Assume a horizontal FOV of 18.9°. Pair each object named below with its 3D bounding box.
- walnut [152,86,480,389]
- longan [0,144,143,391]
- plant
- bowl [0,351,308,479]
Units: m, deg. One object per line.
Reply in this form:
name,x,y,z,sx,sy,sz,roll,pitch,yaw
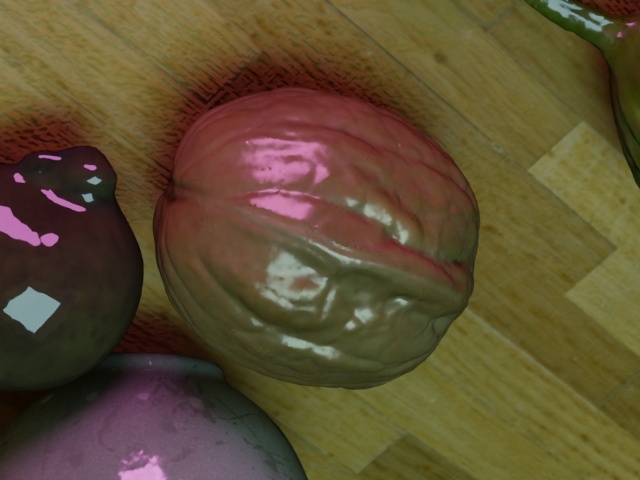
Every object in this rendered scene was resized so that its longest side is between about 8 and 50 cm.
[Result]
walnut,0.000,0.000,1.456,0.261,0.225,0.225,22,116,-25
longan,-0.219,0.015,1.436,0.185,0.159,0.204,30,110,-21
plant,0.249,-0.167,1.491,0.333,0.180,0.251,33,123,4
bowl,-0.140,0.169,1.551,0.313,0.146,0.313,2,166,1
